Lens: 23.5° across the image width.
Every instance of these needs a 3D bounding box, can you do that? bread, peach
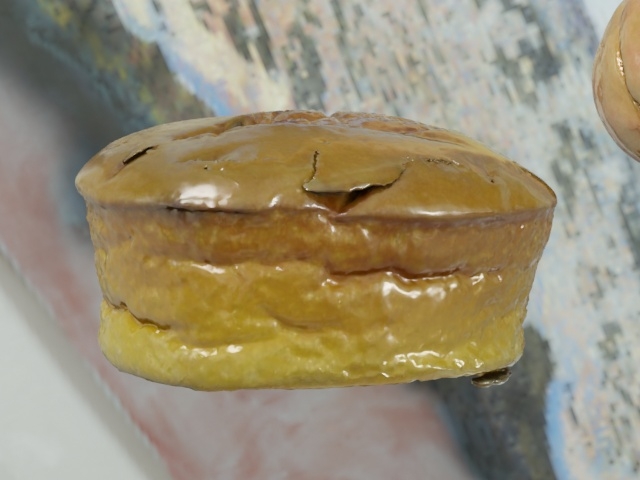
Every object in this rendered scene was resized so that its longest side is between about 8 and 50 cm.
[{"bbox_3d":[0.000,0.000,0.837,0.195,0.270,0.142,21,-68,59],"label":"bread"},{"bbox_3d":[0.318,-0.142,1.325,0.184,0.184,0.184,-21,90,-76],"label":"peach"}]
